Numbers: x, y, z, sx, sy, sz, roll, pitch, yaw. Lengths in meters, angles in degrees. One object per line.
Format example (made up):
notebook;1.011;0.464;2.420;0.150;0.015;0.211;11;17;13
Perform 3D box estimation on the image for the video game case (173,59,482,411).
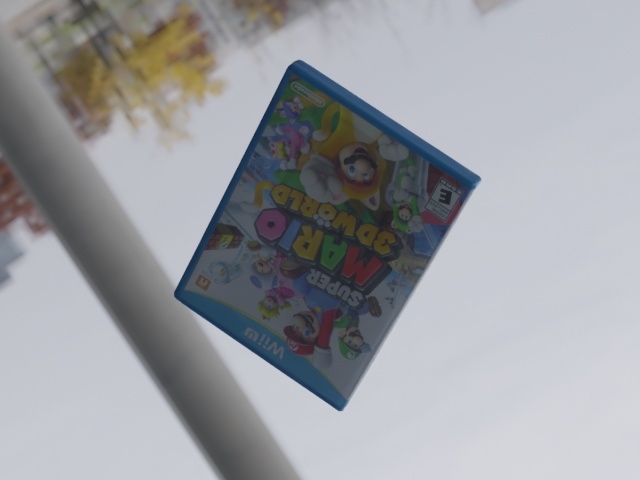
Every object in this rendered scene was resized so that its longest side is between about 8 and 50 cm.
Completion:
video game case;0.000;0.000;0.996;0.166;0.119;0.015;-61;170;31
